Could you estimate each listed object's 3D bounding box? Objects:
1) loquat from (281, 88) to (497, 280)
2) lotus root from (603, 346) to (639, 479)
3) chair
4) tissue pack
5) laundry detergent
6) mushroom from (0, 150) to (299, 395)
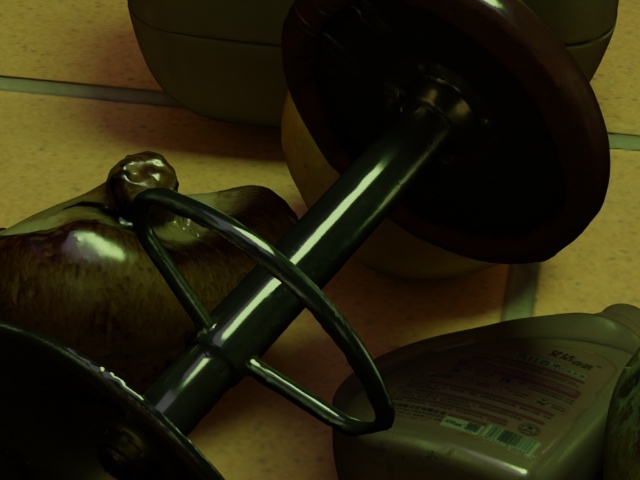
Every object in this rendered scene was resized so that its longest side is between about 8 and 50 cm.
[{"bbox_3d":[0.075,-0.077,1.355,0.213,0.213,0.213,2,29,-1],"label":"loquat"},{"bbox_3d":[0.223,0.141,1.038,0.154,0.154,0.278,4,24,3],"label":"lotus root"},{"bbox_3d":[0.000,0.000,1.056,0.226,0.226,0.401,21,52,30],"label":"chair"},{"bbox_3d":[0.041,-0.220,1.554,0.387,0.277,0.267,0,33,-1],"label":"tissue pack"},{"bbox_3d":[0.106,0.095,1.186,0.171,0.076,0.237,13,31,25],"label":"laundry detergent"},{"bbox_3d":[-0.119,0.033,1.222,0.231,0.138,0.194,-11,-11,-34],"label":"mushroom"}]
